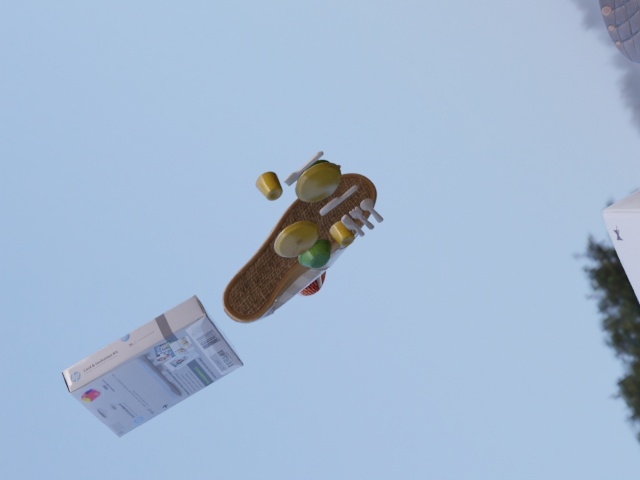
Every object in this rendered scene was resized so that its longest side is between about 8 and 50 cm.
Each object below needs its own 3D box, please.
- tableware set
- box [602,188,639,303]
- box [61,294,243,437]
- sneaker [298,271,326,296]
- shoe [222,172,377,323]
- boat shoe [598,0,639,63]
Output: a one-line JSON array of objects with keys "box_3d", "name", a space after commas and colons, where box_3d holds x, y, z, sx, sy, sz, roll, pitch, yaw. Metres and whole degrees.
[{"box_3d": [-0.010, -0.028, 1.073, 0.154, 0.104, 0.024, 42, -168, -53], "name": "tableware set"}, {"box_3d": [0.383, 0.026, 1.030, 0.182, 0.119, 0.181, 65, 165, -9], "name": "box"}, {"box_3d": [-0.203, 0.159, 1.381, 0.038, 0.186, 0.145, 57, 177, 35], "name": "box"}, {"box_3d": [0.000, 0.000, 1.686, 0.064, 0.175, 0.067, 30, 179, -15], "name": "sneaker"}, {"box_3d": [-0.024, 0.009, 1.247, 0.076, 0.219, 0.058, 46, 174, 13], "name": "shoe"}, {"box_3d": [0.538, -0.468, 1.825, 0.132, 0.130, 0.355, 33, 139, 59], "name": "boat shoe"}]
